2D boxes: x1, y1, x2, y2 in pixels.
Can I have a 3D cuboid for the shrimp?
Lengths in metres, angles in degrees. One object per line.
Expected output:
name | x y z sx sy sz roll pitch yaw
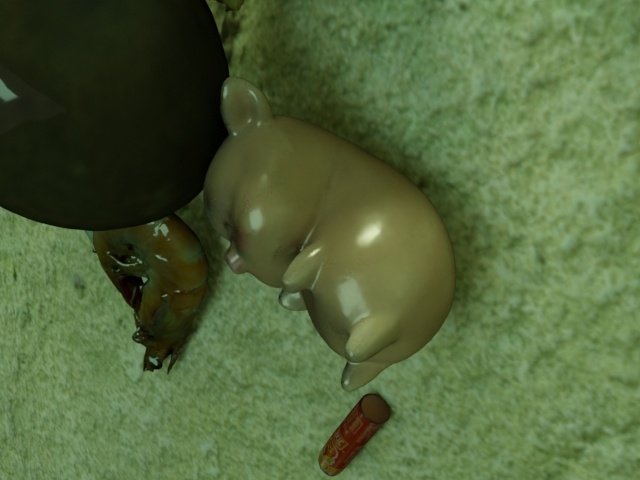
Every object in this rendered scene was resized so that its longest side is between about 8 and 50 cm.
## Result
shrimp | -0.211 0.058 0.999 0.152 0.063 0.287 28 135 6

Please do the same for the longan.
longan | -0.230 -0.164 0.741 0.288 0.288 0.350 -9 121 47

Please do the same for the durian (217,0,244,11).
durian | -0.060 -0.307 0.625 0.249 0.183 0.138 -37 59 48

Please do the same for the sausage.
sausage | 0.028 0.203 0.859 0.034 0.034 0.129 49 135 19

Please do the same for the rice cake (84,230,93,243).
rice cake | -0.288 -0.073 1.057 0.237 0.043 0.127 52 136 13

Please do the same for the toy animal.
toy animal | 0.005 -0.009 0.703 0.250 0.154 0.166 45 153 18
